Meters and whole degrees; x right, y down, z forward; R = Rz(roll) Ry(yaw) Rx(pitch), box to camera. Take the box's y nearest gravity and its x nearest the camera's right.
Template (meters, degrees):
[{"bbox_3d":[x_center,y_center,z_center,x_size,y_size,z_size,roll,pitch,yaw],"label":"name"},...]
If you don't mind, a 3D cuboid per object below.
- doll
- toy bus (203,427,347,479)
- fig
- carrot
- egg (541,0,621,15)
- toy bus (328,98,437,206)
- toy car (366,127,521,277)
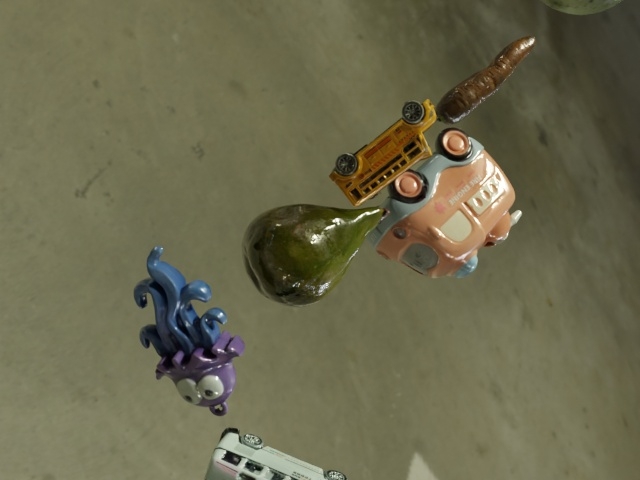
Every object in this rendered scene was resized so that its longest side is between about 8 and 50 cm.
[{"bbox_3d":[-0.145,0.102,1.001,0.206,0.109,0.067,68,21,-15],"label":"doll"},{"bbox_3d":[-0.048,0.300,1.092,0.193,0.087,0.089,21,17,11],"label":"toy bus"},{"bbox_3d":[0.000,0.017,1.100,0.184,0.133,0.127,-2,64,-9],"label":"fig"},{"bbox_3d":[0.192,-0.184,1.058,0.165,0.035,0.036,-39,106,-17],"label":"carrot"},{"bbox_3d":[0.341,-0.405,1.193,0.177,0.177,0.228,-47,141,-58],"label":"egg"},{"bbox_3d":[0.090,-0.115,1.213,0.074,0.162,0.069,53,8,0],"label":"toy bus"},{"bbox_3d":[0.223,-0.046,1.659,0.270,0.180,0.212,-40,81,-23],"label":"toy car"}]
